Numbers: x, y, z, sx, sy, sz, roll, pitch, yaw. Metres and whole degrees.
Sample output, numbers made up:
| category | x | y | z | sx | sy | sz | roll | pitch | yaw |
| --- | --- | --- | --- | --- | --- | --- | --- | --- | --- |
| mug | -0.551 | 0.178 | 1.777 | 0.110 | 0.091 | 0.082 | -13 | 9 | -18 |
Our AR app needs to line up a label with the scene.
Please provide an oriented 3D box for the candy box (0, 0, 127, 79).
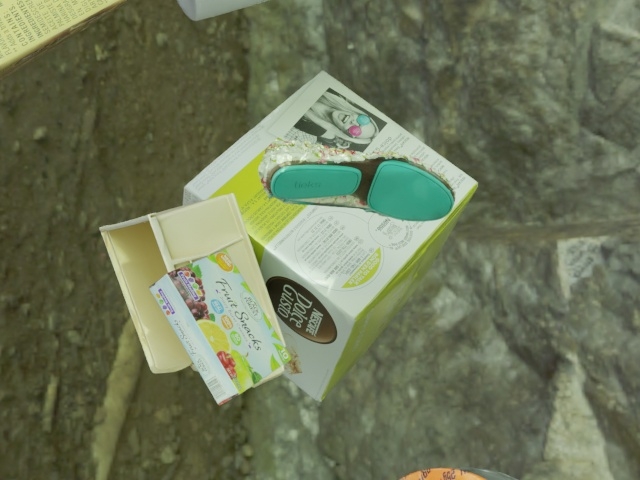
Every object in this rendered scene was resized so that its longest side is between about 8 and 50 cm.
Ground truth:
| category | x | y | z | sx | sy | sz | roll | pitch | yaw |
| --- | --- | --- | --- | --- | --- | --- | --- | --- | --- |
| candy box | -0.264 | -0.094 | 0.434 | 0.316 | 0.183 | 0.087 | -47 | 116 | -37 |

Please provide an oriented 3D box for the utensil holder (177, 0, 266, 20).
| category | x | y | z | sx | sy | sz | roll | pitch | yaw |
| --- | --- | --- | --- | --- | --- | --- | --- | --- | --- |
| utensil holder | -0.050 | -0.513 | 1.090 | 0.327 | 0.385 | 0.328 | 157 | -90 | -78 |

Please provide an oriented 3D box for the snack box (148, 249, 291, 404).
| category | x | y | z | sx | sy | sz | roll | pitch | yaw |
| --- | --- | --- | --- | --- | --- | --- | --- | --- | --- |
| snack box | -0.103 | 0.088 | 0.816 | 0.141 | 0.037 | 0.100 | 58 | 32 | 4 |

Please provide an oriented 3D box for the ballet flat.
| category | x | y | z | sx | sy | sz | roll | pitch | yaw |
| --- | --- | --- | --- | --- | --- | --- | --- | --- | --- |
| ballet flat | 0.043 | -0.078 | 0.898 | 0.077 | 0.241 | 0.091 | -109 | -146 | -50 |

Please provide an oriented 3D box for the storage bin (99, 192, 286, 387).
| category | x | y | z | sx | sy | sz | roll | pitch | yaw |
| --- | --- | --- | --- | --- | --- | --- | --- | --- | --- |
| storage bin | -0.186 | 0.078 | 1.111 | 0.262 | 0.123 | 0.260 | -6 | -77 | 61 |

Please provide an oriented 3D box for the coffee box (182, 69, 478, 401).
| category | x | y | z | sx | sy | sz | roll | pitch | yaw |
| --- | --- | --- | --- | --- | --- | --- | --- | --- | --- |
| coffee box | 0.000 | 0.000 | 1.318 | 0.338 | 0.334 | 0.338 | -45 | 165 | -30 |

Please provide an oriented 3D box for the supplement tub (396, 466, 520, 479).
| category | x | y | z | sx | sy | sz | roll | pitch | yaw |
| --- | --- | --- | --- | --- | --- | --- | --- | --- | --- |
| supplement tub | 0.163 | 0.341 | 0.729 | 0.338 | 0.207 | 0.207 | 49 | 31 | -47 |
